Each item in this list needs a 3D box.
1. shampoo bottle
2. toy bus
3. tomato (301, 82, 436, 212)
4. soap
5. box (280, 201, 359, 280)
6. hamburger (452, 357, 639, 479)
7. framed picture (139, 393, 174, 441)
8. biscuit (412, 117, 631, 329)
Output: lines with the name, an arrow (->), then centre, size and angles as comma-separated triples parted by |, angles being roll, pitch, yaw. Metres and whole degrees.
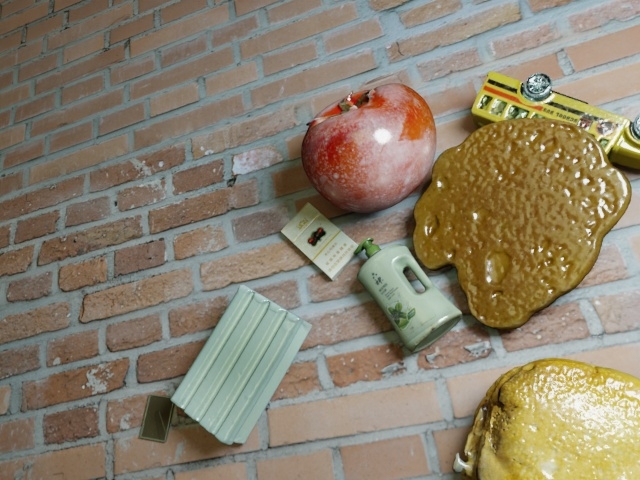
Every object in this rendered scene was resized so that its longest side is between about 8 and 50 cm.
shampoo bottle -> 0.149, 0.085, 0.955 | 0.118, 0.087, 0.234 | -38, 62, 5
toy bus -> 0.459, -0.213, 0.952 | 0.335, 0.121, 0.123 | 32, 91, 27
tomato -> 0.096, -0.175, 0.993 | 0.270, 0.227, 0.270 | -22, 28, 13
soap -> -0.153, 0.241, 0.995 | 0.159, 0.087, 0.266 | 26, 80, 26
box -> 0.000, 0.000, 1.076 | 0.090, 0.024, 0.167 | -47, 63, -3
hamburger -> 0.367, 0.326, 0.736 | 0.313, 0.170, 0.290 | 12, 70, 24
framed picture -> -0.341, 0.371, 1.053 | 0.066, 0.007, 0.089 | 0, 70, 19
biscuit -> 0.340, -0.032, 0.907 | 0.358, 0.074, 0.382 | 11, 92, 33
